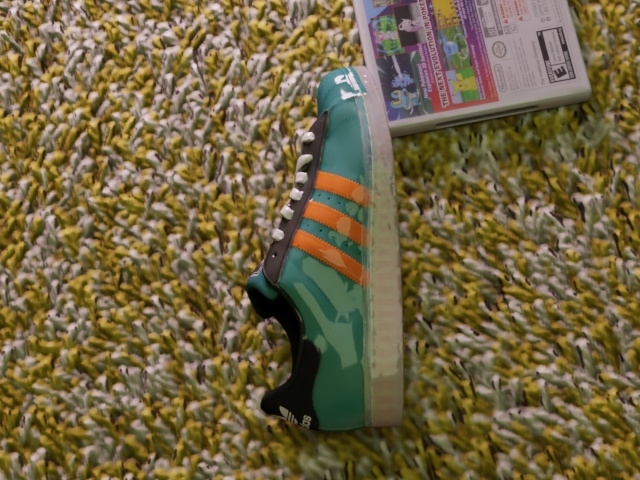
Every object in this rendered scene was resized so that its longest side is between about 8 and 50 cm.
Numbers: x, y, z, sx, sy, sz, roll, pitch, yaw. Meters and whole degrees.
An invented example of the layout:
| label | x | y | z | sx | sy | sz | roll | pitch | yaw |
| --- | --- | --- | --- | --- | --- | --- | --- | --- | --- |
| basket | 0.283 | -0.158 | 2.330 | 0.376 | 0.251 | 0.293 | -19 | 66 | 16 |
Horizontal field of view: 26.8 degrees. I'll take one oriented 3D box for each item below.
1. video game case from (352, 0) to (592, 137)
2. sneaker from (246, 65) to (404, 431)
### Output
| label | x | y | z | sx | sy | sz | roll | pitch | yaw |
| --- | --- | --- | --- | --- | --- | --- | --- | --- | --- |
| video game case | 0.124 | -0.197 | 1.175 | 0.183 | 0.023 | 0.201 | -10 | 70 | 0 |
| sneaker | 0.000 | 0.000 | 1.062 | 0.121 | 0.108 | 0.302 | -2 | 70 | -1 |
